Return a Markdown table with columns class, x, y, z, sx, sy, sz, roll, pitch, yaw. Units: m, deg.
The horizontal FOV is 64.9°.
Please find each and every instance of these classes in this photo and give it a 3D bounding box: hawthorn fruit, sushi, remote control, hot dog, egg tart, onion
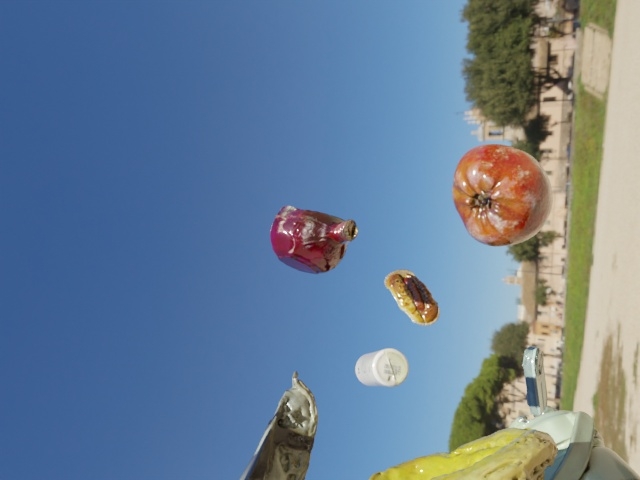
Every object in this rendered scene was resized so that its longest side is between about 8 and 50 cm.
| class | x | y | z | sx | sy | sz | roll | pitch | yaw |
| --- | --- | --- | --- | --- | --- | --- | --- | --- | --- |
| hawthorn fruit | 0.491 | -0.121 | 1.375 | 0.284 | 0.284 | 0.284 | -16 | -72 | -62 |
| sushi | -0.061 | 0.401 | 1.008 | 0.273 | 0.109 | 0.134 | -61 | 1 | -42 |
| remote control | 0.695 | 0.456 | 1.623 | 0.104 | 0.052 | 0.247 | -32 | -66 | -49 |
| hot dog | 0.256 | 0.158 | 1.393 | 0.192 | 0.099 | 0.053 | 57 | 173 | 34 |
| egg tart | 0.158 | 0.355 | 0.656 | 0.345 | 0.345 | 0.132 | 17 | -132 | -63 |
| onion | 0.000 | 0.000 | 1.129 | 0.195 | 0.218 | 0.139 | 30 | -109 | -41 |

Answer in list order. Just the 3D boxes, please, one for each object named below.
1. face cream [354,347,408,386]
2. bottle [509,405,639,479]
| class | x | y | z | sx | sy | sz | roll | pitch | yaw |
| --- | --- | --- | --- | --- | --- | --- | --- | --- | --- |
| face cream | 0.146 | 0.338 | 1.320 | 0.311 | 0.092 | 0.092 | 112 | 172 | -72 |
| bottle | 0.478 | 0.460 | 0.913 | 0.351 | 0.229 | 0.229 | -111 | -1 | -48 |
